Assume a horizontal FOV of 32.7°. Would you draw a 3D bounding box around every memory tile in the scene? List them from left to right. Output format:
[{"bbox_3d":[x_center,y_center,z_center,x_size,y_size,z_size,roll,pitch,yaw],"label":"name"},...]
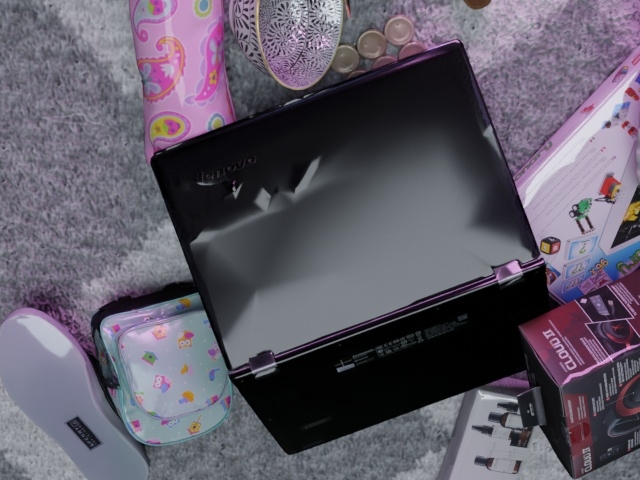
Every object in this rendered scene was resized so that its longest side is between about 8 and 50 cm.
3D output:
[{"bbox_3d":[0.089,-0.192,1.331,0.113,0.012,0.148,-27,109,11],"label":"memory tile"}]

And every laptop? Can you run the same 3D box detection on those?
[{"bbox_3d":[0.057,0.031,1.336,0.382,0.236,0.408,-20,146,3],"label":"laptop"}]

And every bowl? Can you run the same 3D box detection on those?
[{"bbox_3d":[-0.052,-0.259,1.245,0.080,0.170,0.170,10,117,32],"label":"bowl"}]

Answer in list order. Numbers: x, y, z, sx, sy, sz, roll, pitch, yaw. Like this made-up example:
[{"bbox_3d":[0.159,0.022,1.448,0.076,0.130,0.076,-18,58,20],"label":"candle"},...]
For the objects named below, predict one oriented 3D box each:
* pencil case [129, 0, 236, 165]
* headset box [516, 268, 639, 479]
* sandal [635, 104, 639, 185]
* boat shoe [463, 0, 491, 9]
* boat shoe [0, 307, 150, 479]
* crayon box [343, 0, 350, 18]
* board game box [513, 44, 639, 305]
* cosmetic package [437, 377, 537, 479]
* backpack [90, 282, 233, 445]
[{"bbox_3d":[-0.158,-0.223,1.262,0.124,0.124,0.284,-2,111,1],"label":"pencil case"},{"bbox_3d":[0.381,0.156,1.350,0.293,0.110,0.218,-25,136,-4],"label":"headset box"},{"bbox_3d":[0.436,-0.204,1.182,0.169,0.102,0.416,26,140,16],"label":"sandal"},{"bbox_3d":[0.165,-0.333,1.253,0.050,0.045,0.135,-18,108,-1],"label":"boat shoe"},{"bbox_3d":[-0.320,0.200,1.448,0.113,0.105,0.306,-31,116,8],"label":"boat shoe"},{"bbox_3d":[0.044,-0.411,1.139,0.081,0.202,0.318,-5,114,2],"label":"crayon box"},{"bbox_3d":[0.362,-0.066,1.360,0.193,0.053,0.305,38,108,-14],"label":"board game box"},{"bbox_3d":[0.227,0.303,1.511,0.099,0.060,0.239,12,112,-4],"label":"cosmetic package"},{"bbox_3d":[-0.192,0.165,1.389,0.166,0.144,0.188,-15,105,-21],"label":"backpack"}]
